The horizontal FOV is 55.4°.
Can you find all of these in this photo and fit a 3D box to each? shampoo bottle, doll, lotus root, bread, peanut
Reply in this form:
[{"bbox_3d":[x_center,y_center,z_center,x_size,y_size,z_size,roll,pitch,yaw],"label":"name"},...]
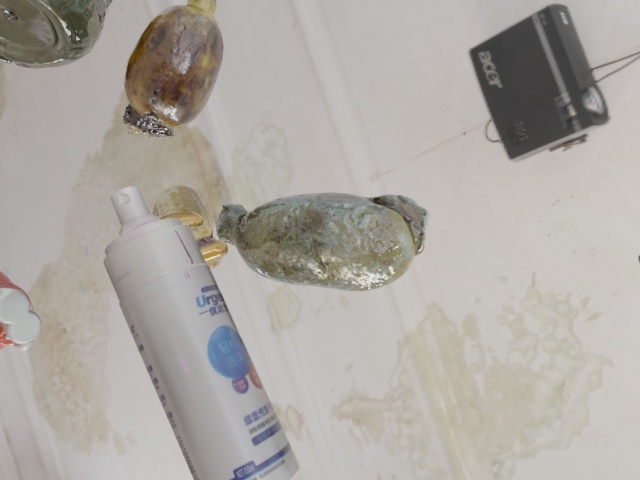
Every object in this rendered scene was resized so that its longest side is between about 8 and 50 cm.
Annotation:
[{"bbox_3d":[-0.121,0.090,0.563,0.092,0.092,0.304,-32,-101,41],"label":"shampoo bottle"},{"bbox_3d":[-0.558,0.111,0.992,0.290,0.130,0.161,1,-56,37],"label":"doll"},{"bbox_3d":[-0.264,-0.321,1.123,0.141,0.169,0.314,29,-81,17],"label":"lotus root"},{"bbox_3d":[-0.188,0.018,0.768,0.077,0.115,0.200,64,-18,1],"label":"bread"},{"bbox_3d":[0.000,0.003,0.988,0.349,0.175,0.175,1,-76,4],"label":"lotus root"},{"bbox_3d":[-0.298,-0.042,1.327,0.129,0.129,0.224,-63,-148,32],"label":"peanut"}]

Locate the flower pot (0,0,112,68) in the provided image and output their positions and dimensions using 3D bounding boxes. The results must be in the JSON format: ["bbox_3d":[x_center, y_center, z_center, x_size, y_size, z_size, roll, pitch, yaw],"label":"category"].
[{"bbox_3d":[-0.544,-0.470,1.136,0.301,0.301,0.213,-19,-132,42],"label":"flower pot"}]

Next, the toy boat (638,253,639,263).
[{"bbox_3d":[0.426,0.140,0.678,0.111,0.084,0.277,-10,-88,47],"label":"toy boat"}]
